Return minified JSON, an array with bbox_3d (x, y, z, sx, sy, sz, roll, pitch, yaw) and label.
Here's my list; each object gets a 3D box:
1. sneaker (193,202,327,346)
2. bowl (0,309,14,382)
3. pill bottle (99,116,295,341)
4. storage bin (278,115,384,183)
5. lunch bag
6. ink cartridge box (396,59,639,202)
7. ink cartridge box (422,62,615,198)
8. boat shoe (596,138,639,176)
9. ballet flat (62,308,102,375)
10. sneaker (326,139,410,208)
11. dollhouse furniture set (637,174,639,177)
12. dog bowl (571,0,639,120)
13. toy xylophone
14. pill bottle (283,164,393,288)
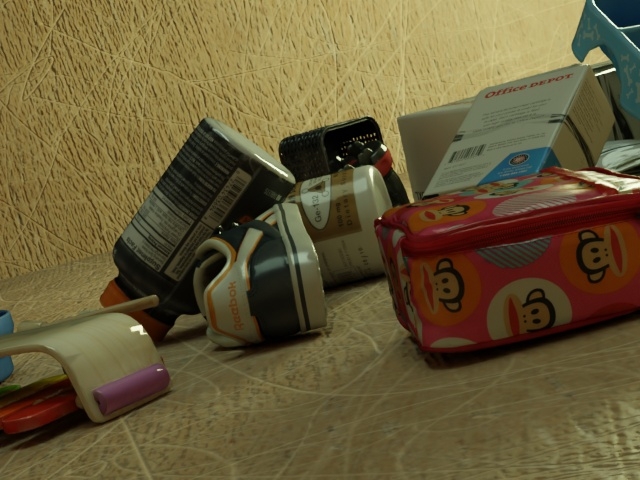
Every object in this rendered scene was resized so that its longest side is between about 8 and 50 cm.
[{"bbox_3d":[-0.068,0.034,1.805,0.127,0.126,0.321,-12,5,-2],"label":"sneaker"},{"bbox_3d":[-0.538,0.169,1.985,0.391,0.077,0.391,-14,5,1],"label":"bowl"},{"bbox_3d":[-0.147,-0.006,1.950,0.245,0.130,0.130,-54,1,6],"label":"pill bottle"},{"bbox_3d":[0.030,-0.066,2.313,0.084,0.180,0.122,-10,7,43],"label":"storage bin"},{"bbox_3d":[0.186,0.008,1.438,0.258,0.120,0.293,-11,6,-4],"label":"lunch bag"},{"bbox_3d":[0.342,-0.141,2.295,0.395,0.166,0.285,-17,6,-22],"label":"ink cartridge box"},{"bbox_3d":[0.221,-0.092,1.892,0.148,0.086,0.203,-11,33,36],"label":"ink cartridge box"},{"bbox_3d":[0.432,-0.087,2.061,0.226,0.083,0.076,-13,33,6],"label":"boat shoe"},{"bbox_3d":[-0.239,0.105,1.851,0.072,0.068,0.213,-15,5,-1],"label":"ballet flat"},{"bbox_3d":[0.000,0.000,2.180,0.276,0.135,0.097,-38,18,2],"label":"sneaker"},{"bbox_3d":[0.370,-0.086,1.557,0.303,0.174,0.355,-12,5,34],"label":"dollhouse furniture set"},{"bbox_3d":[0.421,-0.237,2.126,0.166,0.074,0.297,-10,35,-13],"label":"dog bowl"},{"bbox_3d":[-0.276,0.127,1.627,0.323,0.081,0.236,-11,6,41],"label":"toy xylophone"},{"bbox_3d":[-0.030,-0.001,2.047,0.229,0.131,0.131,-14,5,11],"label":"pill bottle"}]
